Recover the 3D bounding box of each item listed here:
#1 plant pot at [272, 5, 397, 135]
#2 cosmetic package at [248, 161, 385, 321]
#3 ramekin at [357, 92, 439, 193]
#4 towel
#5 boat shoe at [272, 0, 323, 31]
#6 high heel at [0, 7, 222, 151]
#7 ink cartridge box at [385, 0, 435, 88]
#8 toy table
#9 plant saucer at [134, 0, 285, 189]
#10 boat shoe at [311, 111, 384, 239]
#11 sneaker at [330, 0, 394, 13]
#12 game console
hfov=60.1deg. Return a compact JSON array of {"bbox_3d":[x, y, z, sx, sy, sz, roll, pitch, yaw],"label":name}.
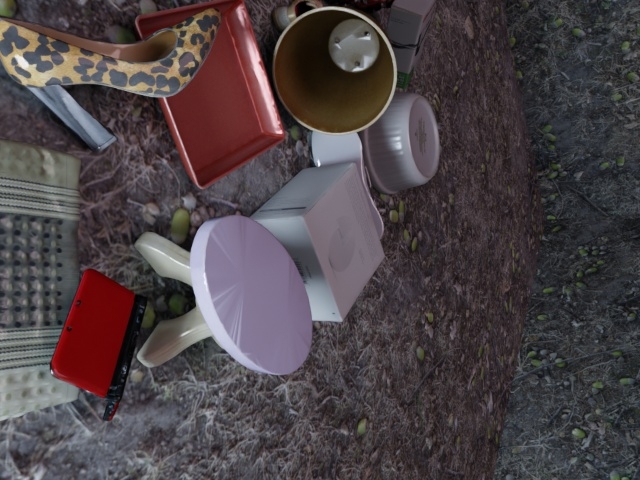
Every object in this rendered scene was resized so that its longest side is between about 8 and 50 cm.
[{"bbox_3d":[0.048,-0.371,1.133,0.254,0.237,0.237,-69,143,-57],"label":"plant pot"},{"bbox_3d":[0.000,0.000,1.076,0.225,0.138,0.224,-48,126,-46],"label":"cosmetic package"},{"bbox_3d":[0.213,-0.258,1.435,0.273,0.127,0.273,7,82,-56],"label":"ramekin"},{"bbox_3d":[-0.394,0.038,0.557,0.324,0.056,0.312,6,80,-55],"label":"towel"},{"bbox_3d":[-0.030,-0.464,1.135,0.170,0.059,0.063,-46,125,-49],"label":"boat shoe"},{"bbox_3d":[-0.249,-0.256,0.682,0.261,0.093,0.186,-47,137,-11],"label":"high heel"},{"bbox_3d":[0.221,-0.524,1.420,0.208,0.086,0.153,98,16,-50],"label":"ink cartridge box"},{"bbox_3d":[-0.145,0.087,0.825,0.252,0.160,0.274,-51,128,-46],"label":"toy table"},{"bbox_3d":[-0.176,-0.246,0.905,0.259,0.047,0.258,-45,124,-50],"label":"plant saucer"},{"bbox_3d":[0.062,-0.135,1.228,0.102,0.108,0.301,-90,156,-80],"label":"boat shoe"},{"bbox_3d":[0.109,-0.623,1.327,0.276,0.097,0.135,-23,109,-54],"label":"sneaker"},{"bbox_3d":[-0.274,0.131,0.684,0.085,0.124,0.144,17,49,-17],"label":"game console"}]
